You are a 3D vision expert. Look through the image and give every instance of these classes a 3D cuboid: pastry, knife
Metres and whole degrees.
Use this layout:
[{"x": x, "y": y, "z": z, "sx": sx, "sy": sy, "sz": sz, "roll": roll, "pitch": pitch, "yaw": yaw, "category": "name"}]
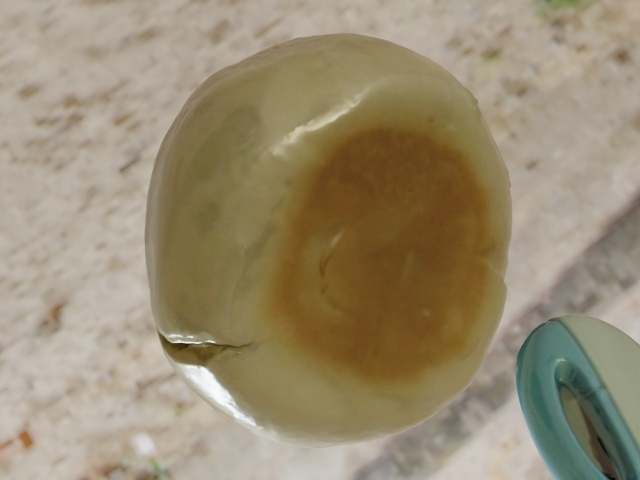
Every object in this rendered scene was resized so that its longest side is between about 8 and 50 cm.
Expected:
[{"x": 0.000, "y": 0.000, "z": 0.705, "sx": 0.156, "sy": 0.156, "sz": 0.092, "roll": -22, "pitch": -162, "yaw": -36, "category": "pastry"}, {"x": 0.111, "y": 0.110, "z": 0.510, "sx": 0.064, "sy": 0.222, "sz": 0.031, "roll": 2, "pitch": 138, "yaw": -35, "category": "knife"}]
